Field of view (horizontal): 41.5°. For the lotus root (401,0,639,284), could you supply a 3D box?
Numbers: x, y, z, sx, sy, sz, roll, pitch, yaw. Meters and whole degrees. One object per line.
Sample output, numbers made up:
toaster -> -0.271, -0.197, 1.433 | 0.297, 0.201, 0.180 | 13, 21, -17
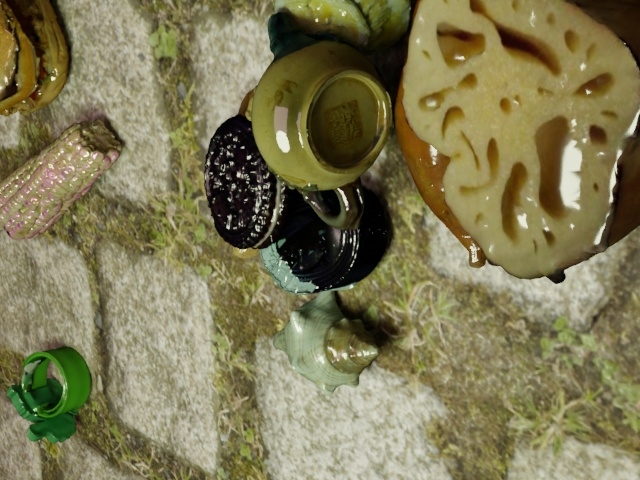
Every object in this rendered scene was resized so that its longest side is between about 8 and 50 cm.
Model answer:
lotus root -> 0.233, -0.134, 0.835 | 0.316, 0.250, 0.316 | 27, 128, 41

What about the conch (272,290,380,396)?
conch -> -0.004, 0.137, 1.196 | 0.234, 0.114, 0.137 | 22, 104, 39

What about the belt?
belt -> 0.000, 0.000, 1.160 | 0.198, 0.078, 0.151 | -22, 82, 42

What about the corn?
corn -> -0.474, -0.103, 1.490 | 0.335, 0.127, 0.126 | -29, 86, 40

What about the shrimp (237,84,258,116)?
shrimp -> -0.063, -0.171, 1.187 | 0.236, 0.053, 0.133 | -52, 51, 42

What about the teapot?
teapot -> -0.012, -0.140, 1.021 | 0.183, 0.173, 0.269 | 23, 133, 53

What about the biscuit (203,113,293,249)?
biscuit -> -0.102, -0.080, 1.163 | 0.195, 0.053, 0.194 | 10, 102, 56

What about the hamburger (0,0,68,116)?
hamburger -> -0.536, -0.327, 1.442 | 0.244, 0.163, 0.244 | 7, 101, 35

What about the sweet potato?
sweet potato -> 0.142, -0.138, 0.982 | 0.112, 0.112, 0.359 | -6, 102, 40

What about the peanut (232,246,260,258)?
peanut -> -0.093, -0.013, 1.253 | 0.054, 0.054, 0.113 | 50, 126, 15

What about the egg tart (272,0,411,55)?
egg tart -> 0.018, -0.282, 1.001 | 0.197, 0.078, 0.197 | 22, 157, 10

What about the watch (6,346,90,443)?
watch -> -0.521, 0.300, 1.684 | 0.152, 0.131, 0.165 | -46, 70, 20
